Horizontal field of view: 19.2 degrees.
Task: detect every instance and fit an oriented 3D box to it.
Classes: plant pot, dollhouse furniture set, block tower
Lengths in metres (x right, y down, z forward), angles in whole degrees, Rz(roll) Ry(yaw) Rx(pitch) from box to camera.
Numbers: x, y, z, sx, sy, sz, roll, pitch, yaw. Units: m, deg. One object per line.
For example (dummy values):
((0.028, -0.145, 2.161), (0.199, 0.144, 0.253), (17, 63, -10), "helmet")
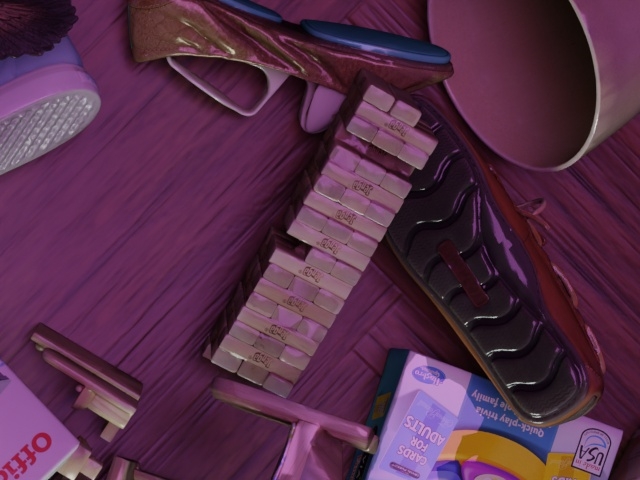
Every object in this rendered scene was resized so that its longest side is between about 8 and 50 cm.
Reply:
((0.296, -0.238, 1.977), (0.274, 0.256, 0.256), (-26, 94, -30), "plant pot")
((-0.270, 0.187, 1.867), (0.123, 0.144, 0.151), (32, 95, -6), "dollhouse furniture set")
((-0.122, 0.310, 1.727), (0.257, 0.394, 0.362), (18, 84, 7), "dollhouse furniture set")
((0.000, 0.000, 1.900), (0.091, 0.097, 0.335), (28, 102, -11), "block tower")

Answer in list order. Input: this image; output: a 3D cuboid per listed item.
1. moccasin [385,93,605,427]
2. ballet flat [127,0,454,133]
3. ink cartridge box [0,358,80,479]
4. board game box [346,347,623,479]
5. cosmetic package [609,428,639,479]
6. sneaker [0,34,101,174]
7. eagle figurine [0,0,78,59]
((0.177, 0.015, 1.967), (0.139, 0.147, 0.380), (-41, 77, 18), "moccasin")
((-0.038, -0.182, 1.950), (0.342, 0.116, 0.124), (14, 105, -13), "ballet flat")
((-0.385, 0.160, 1.702), (0.278, 0.117, 0.201), (46, 67, -2), "ink cartridge box")
((0.143, 0.313, 1.984), (0.254, 0.079, 0.336), (21, 83, -12), "board game box")
((0.350, 0.243, 2.020), (0.041, 0.060, 0.115), (48, 43, -8), "cosmetic package")
((-0.406, -0.117, 1.859), (0.366, 0.135, 0.150), (-22, 64, -9), "sneaker")
((-0.395, -0.193, 1.721), (0.298, 0.225, 0.226), (-51, 143, -13), "eagle figurine")
